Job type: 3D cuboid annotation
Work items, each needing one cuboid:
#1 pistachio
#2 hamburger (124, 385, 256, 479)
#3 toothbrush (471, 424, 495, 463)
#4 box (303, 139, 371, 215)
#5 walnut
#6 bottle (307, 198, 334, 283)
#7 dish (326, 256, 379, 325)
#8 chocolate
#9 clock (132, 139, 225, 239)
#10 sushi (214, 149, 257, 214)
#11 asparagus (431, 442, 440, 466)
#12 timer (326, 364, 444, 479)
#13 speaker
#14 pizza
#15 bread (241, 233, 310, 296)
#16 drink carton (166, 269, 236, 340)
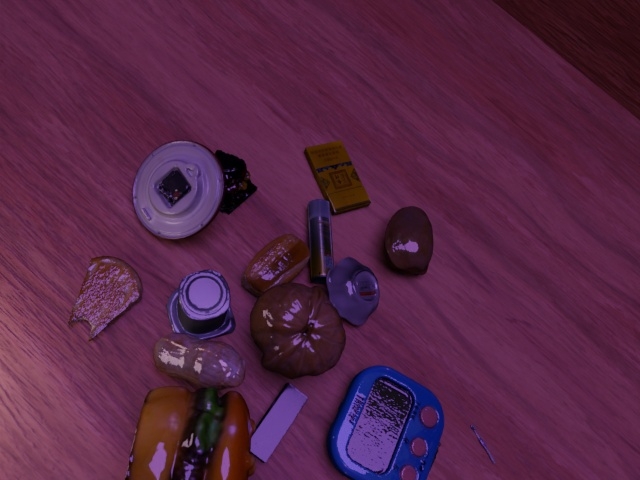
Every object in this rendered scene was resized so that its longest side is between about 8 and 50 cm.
[{"bbox_3d":[0.305,-0.009,1.819,0.213,0.163,0.260,33,53,-39],"label":"pistachio"},{"bbox_3d":[-0.299,0.540,1.274,0.278,0.395,0.395,7,65,-8],"label":"hamburger"},{"bbox_3d":[0.519,0.650,1.668,0.011,0.013,0.131,-27,79,-20],"label":"toothbrush"},{"bbox_3d":[0.060,-0.233,1.915,0.153,0.041,0.278,-16,72,-24],"label":"box"},{"bbox_3d":[-0.069,0.261,1.525,0.296,0.285,0.285,36,62,-7],"label":"walnut"},{"bbox_3d":[0.000,0.000,1.767,0.082,0.082,0.286,4,66,-15],"label":"bottle"},{"bbox_3d":[0.128,0.156,1.693,0.229,0.081,0.229,14,67,-36],"label":"dish"},{"bbox_3d":[-0.336,0.326,1.429,0.309,0.134,0.134,9,56,32],"label":"chocolate"},{"bbox_3d":[-0.445,-0.160,1.627,0.319,0.080,0.318,-2,82,16],"label":"clock"},{"bbox_3d":[-0.314,-0.214,1.731,0.172,0.150,0.153,41,62,5],"label":"sushi"},{"bbox_3d":[0.341,0.675,1.601,0.018,0.015,0.127,35,62,-1],"label":"asparagus"},{"bbox_3d":[0.194,0.563,1.552,0.309,0.115,0.340,30,62,-3],"label":"timer"},{"bbox_3d":[-0.130,0.524,1.514,0.082,0.044,0.218,36,61,2],"label":"speaker"},{"bbox_3d":[-0.628,0.172,1.531,0.181,0.034,0.262,20,62,-6],"label":"pizza"},{"bbox_3d":[-0.141,0.080,1.677,0.140,0.106,0.236,44,63,4],"label":"bread"},{"bbox_3d":[-0.345,0.190,1.525,0.191,0.189,0.185,-11,76,-20],"label":"drink carton"}]
